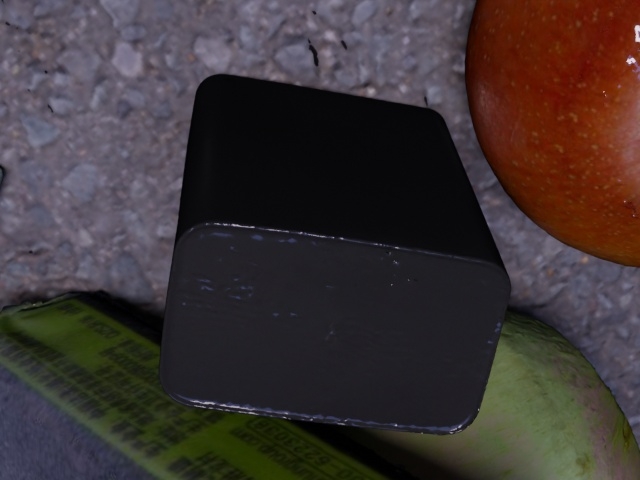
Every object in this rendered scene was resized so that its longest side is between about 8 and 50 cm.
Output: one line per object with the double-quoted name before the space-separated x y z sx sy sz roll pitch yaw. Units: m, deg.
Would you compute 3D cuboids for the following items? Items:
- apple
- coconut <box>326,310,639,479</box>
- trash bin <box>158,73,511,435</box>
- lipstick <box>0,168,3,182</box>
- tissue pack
"apple" 0.188 -0.095 0.500 0.210 0.173 0.235 -16 114 4
"coconut" 0.083 0.163 0.586 0.236 0.204 0.236 -10 121 -16
"trash bin" 0.000 0.000 0.501 0.165 0.225 0.115 9 113 -7
"lipstick" -0.241 0.000 0.593 0.037 0.037 0.116 24 114 -12
"tissue pack" -0.060 0.225 0.520 0.124 0.394 0.288 -19 119 -42
